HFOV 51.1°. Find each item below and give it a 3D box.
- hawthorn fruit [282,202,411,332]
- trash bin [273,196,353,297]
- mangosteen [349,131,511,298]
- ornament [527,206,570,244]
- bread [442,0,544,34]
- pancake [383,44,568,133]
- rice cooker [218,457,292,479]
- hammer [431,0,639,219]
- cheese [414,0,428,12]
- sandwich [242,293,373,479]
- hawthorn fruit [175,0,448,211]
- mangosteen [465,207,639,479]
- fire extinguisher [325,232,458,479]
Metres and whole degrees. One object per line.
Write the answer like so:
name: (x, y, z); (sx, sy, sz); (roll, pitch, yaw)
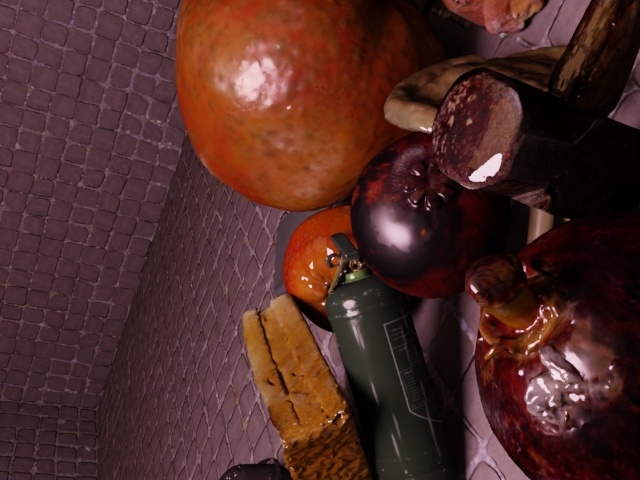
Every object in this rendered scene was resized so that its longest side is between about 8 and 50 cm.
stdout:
hawthorn fruit: (0.044, 0.021, 0.964); (0.225, 0.197, 0.196); (-78, 14, -61)
trash bin: (0.000, 0.000, 1.166); (0.236, 0.101, 0.176); (139, 136, -55)
mangosteen: (0.118, -0.022, 0.735); (0.200, 0.200, 0.199); (-41, 42, 52)
ornament: (0.218, -0.105, 0.789); (0.230, 0.061, 0.244); (-174, 94, -67)
bread: (0.219, -0.379, 0.855); (0.190, 0.123, 0.244); (-32, 49, 59)
pancake: (0.186, -0.169, 0.729); (0.236, 0.222, 0.042); (16, 130, 41)
rice cooker: (-0.117, 0.455, 1.157); (0.203, 0.118, 0.142); (127, 147, -48)
hammer: (0.250, -0.211, 0.529); (0.095, 0.243, 0.408); (39, 116, 48)
cheese: (0.117, -0.504, 1.156); (0.318, 0.115, 0.326); (-1, 75, 65)
sandwich: (-0.004, 0.246, 0.873); (0.271, 0.099, 0.301); (-115, 5, -56)
hawthorn fruit: (-0.037, -0.218, 0.970); (0.403, 0.403, 0.402); (-41, 42, 52)
mangosteen: (0.197, 0.076, 0.494); (0.235, 0.261, 0.235); (-47, 27, 34)
fire extinguisher: (0.072, 0.139, 0.792); (0.114, 0.095, 0.311); (176, 77, -83)
